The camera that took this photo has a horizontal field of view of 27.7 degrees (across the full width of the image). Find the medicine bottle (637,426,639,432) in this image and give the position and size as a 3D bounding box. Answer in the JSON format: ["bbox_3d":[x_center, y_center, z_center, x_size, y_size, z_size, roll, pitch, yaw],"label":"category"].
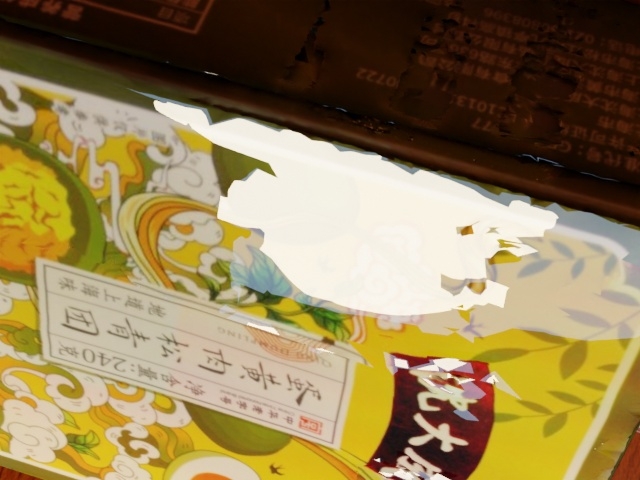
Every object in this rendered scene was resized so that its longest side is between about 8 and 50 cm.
[{"bbox_3d":[0.305,0.094,1.110,0.152,0.152,0.254,16,173,1],"label":"medicine bottle"}]

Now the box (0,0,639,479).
[{"bbox_3d":[-0.030,0.017,0.699,0.420,0.138,0.373,17,138,6],"label":"box"}]
